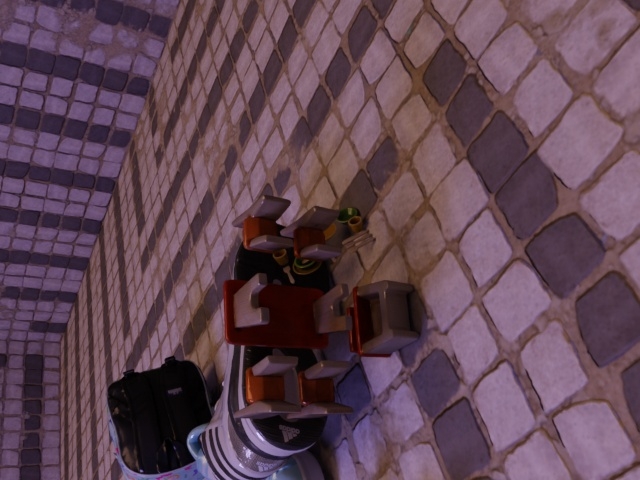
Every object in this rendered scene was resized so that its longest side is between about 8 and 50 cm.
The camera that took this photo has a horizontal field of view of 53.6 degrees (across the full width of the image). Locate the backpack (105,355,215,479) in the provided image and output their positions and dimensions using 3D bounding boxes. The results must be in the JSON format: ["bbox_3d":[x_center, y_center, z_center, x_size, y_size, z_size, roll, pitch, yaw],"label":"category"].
[{"bbox_3d":[-0.332,0.411,1.359,0.253,0.225,0.191,-124,28,-44],"label":"backpack"}]

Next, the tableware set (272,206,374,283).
[{"bbox_3d":[0.000,0.000,0.987,0.104,0.154,0.024,55,171,53],"label":"tableware set"}]

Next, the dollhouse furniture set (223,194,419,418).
[{"bbox_3d":[-0.010,0.103,0.839,0.135,0.259,0.262,-30,57,50],"label":"dollhouse furniture set"}]

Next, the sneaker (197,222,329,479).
[{"bbox_3d":[-0.115,0.180,1.011,0.257,0.169,0.447,-53,24,34],"label":"sneaker"}]

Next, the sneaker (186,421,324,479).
[{"bbox_3d":[-0.129,0.399,1.077,0.366,0.150,0.135,-3,81,60],"label":"sneaker"}]
